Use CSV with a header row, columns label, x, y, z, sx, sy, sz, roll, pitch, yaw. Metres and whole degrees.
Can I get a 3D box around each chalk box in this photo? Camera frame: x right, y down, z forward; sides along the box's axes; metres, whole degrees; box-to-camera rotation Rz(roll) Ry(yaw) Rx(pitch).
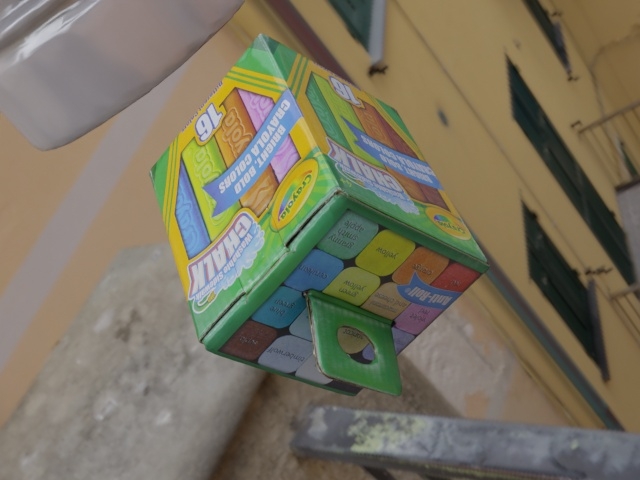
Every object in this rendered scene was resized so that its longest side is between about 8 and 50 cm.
label,x,y,z,sx,sy,sz,roll,pitch,yaw
chalk box,0.000,0.000,0.823,0.179,0.180,0.289,-47,43,21

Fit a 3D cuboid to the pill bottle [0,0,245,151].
label,x,y,z,sx,sy,sz,roll,pitch,yaw
pill bottle,-0.129,-0.148,0.319,0.131,0.229,0.131,-32,23,15
